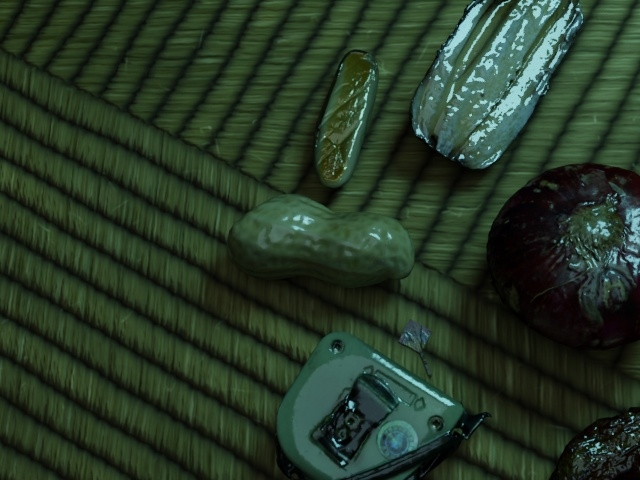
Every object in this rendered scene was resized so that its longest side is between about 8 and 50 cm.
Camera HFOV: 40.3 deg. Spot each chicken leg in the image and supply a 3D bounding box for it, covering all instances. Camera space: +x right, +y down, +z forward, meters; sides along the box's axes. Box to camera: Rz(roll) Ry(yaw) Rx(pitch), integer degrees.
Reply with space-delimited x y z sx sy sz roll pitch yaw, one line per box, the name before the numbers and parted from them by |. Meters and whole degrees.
chicken leg | 0.373 0.273 1.091 0.234 0.063 0.105 -24 70 4

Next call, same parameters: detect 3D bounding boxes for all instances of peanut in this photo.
peanut | 0.000 0.000 1.182 0.257 0.123 0.123 3 77 6

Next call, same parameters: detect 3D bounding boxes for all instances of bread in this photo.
bread | 0.034 -0.172 1.249 0.073 0.053 0.214 13 76 7

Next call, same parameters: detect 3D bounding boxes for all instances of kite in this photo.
kite | 0.140 0.142 1.184 0.044 0.002 0.078 -41 73 -3

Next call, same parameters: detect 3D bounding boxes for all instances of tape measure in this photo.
tape measure | 0.064 0.247 1.114 0.235 0.115 0.207 31 80 13

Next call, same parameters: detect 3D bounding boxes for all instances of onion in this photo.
onion | 0.332 0.023 1.093 0.247 0.190 0.246 -4 56 6

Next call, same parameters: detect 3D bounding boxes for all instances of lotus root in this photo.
lotus root | 0.245 -0.253 1.232 0.167 0.078 0.329 38 82 -9
